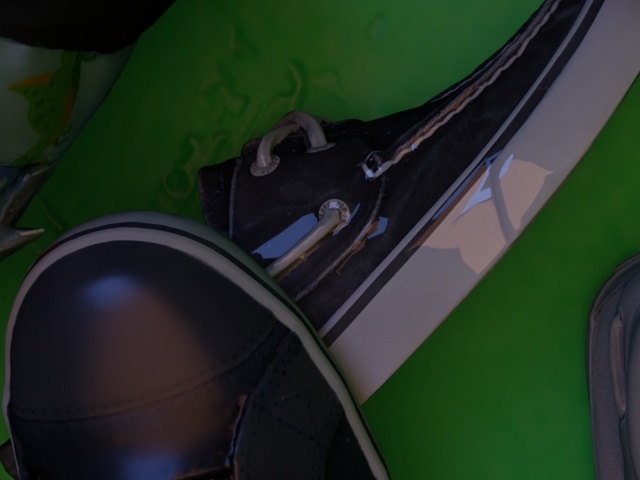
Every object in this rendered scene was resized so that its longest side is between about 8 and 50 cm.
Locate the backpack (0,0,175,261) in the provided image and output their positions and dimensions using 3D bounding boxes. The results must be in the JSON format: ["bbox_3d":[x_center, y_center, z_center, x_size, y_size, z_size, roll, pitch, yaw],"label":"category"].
[{"bbox_3d":[-0.244,-0.040,0.668,0.290,0.273,0.355,37,126,-2],"label":"backpack"}]

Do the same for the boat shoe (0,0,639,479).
[{"bbox_3d":[0.000,0.000,0.730,0.102,0.108,0.301,43,102,-1],"label":"boat shoe"}]

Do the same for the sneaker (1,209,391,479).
[{"bbox_3d":[-0.025,0.150,0.649,0.126,0.127,0.321,-17,100,10],"label":"sneaker"}]

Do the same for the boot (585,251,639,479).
[{"bbox_3d":[0.144,0.132,0.712,0.095,0.123,0.258,-12,92,4],"label":"boot"}]
